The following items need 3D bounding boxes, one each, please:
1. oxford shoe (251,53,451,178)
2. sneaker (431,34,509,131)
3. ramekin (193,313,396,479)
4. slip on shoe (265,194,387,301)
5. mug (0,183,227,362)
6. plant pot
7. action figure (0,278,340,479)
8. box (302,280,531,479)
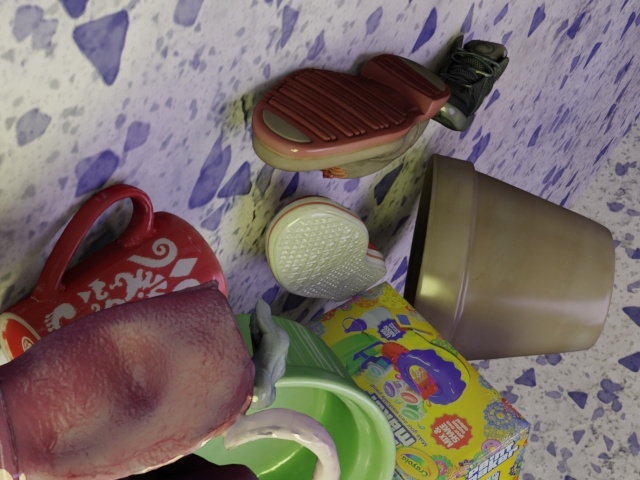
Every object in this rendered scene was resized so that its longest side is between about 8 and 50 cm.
[{"bbox_3d":[0.031,-0.107,1.024,0.348,0.123,0.130,-24,148,-55],"label":"oxford shoe"},{"bbox_3d":[0.180,-0.211,1.251,0.130,0.087,0.227,-65,167,14],"label":"sneaker"},{"bbox_3d":[-0.083,0.227,1.057,0.304,0.148,0.303,-10,124,-16],"label":"ramekin"},{"bbox_3d":[0.000,0.000,1.152,0.123,0.101,0.331,-33,164,7],"label":"slip on shoe"},{"bbox_3d":[-0.188,0.045,0.817,0.169,0.150,0.113,-34,-172,-38],"label":"mug"},{"bbox_3d":[0.277,0.047,1.438,0.323,0.281,0.323,8,90,-88],"label":"plant pot"},{"bbox_3d":[-0.213,0.143,0.611,0.370,0.275,0.248,-8,128,-26],"label":"action figure"},{"bbox_3d":[0.102,0.267,1.279,0.177,0.290,0.279,-27,141,-22],"label":"box"}]
